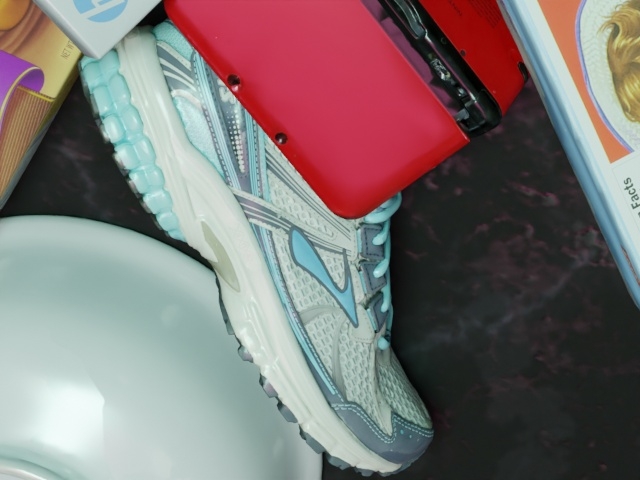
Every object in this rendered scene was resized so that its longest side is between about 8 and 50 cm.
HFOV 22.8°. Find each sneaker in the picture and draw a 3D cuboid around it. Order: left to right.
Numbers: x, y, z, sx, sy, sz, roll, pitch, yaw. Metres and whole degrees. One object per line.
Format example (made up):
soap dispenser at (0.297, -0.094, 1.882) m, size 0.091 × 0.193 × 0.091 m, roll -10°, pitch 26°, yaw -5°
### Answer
sneaker at (0.000, 0.000, 0.804) m, size 0.122 × 0.110 × 0.283 m, roll -30°, pitch 115°, yaw 7°

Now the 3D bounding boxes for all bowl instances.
bowl at (-0.155, 0.145, 0.897) m, size 0.297 × 0.134 × 0.298 m, roll 5°, pitch 119°, yaw 9°

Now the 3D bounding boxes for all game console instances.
game console at (0.022, -0.107, 0.749) m, size 0.085 × 0.124 × 0.144 m, roll -23°, pitch 113°, yaw 46°

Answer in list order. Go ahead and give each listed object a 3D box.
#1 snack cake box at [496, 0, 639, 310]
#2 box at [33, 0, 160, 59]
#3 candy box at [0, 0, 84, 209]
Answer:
snack cake box at (0.166, -0.098, 0.702) m, size 0.152 × 0.089 × 0.264 m, roll -26°, pitch 111°, yaw 4°
box at (-0.083, -0.196, 0.690) m, size 0.186 × 0.038 × 0.145 m, roll -45°, pitch 111°, yaw -6°
candy box at (-0.182, -0.097, 0.818) m, size 0.109 × 0.053 × 0.187 m, roll 32°, pitch 118°, yaw -7°
